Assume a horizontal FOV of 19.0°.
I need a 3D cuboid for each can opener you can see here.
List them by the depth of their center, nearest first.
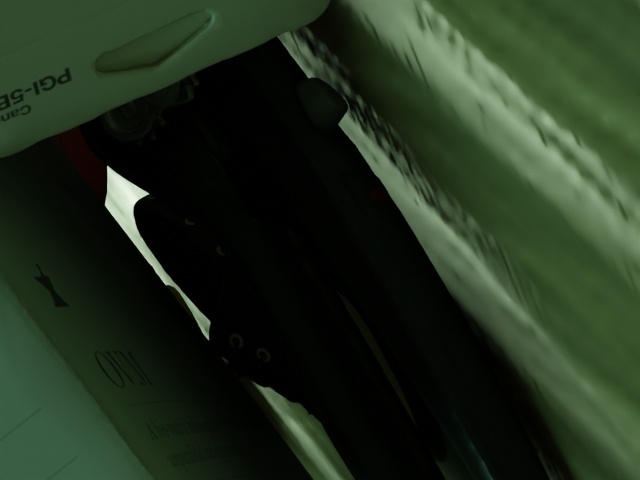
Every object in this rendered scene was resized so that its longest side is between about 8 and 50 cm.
[{"bbox_3d":[0.000,0.000,0.485,0.059,0.073,0.186,-50,62,30],"label":"can opener"}]

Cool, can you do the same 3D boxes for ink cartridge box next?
[{"bbox_3d":[-0.070,-0.096,0.455,0.135,0.099,0.056,53,161,36],"label":"ink cartridge box"}]

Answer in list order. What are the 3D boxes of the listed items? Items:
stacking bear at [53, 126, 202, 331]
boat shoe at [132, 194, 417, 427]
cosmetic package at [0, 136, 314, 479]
[{"bbox_3d":[-0.113,0.063,0.769,0.164,0.175,0.289,173,80,-76],"label":"stacking bear"},{"bbox_3d":[-0.013,0.027,0.574,0.133,0.042,0.049,52,159,35],"label":"boat shoe"},{"bbox_3d":[-0.124,0.031,0.529,0.224,0.138,0.224,51,-178,8],"label":"cosmetic package"}]
